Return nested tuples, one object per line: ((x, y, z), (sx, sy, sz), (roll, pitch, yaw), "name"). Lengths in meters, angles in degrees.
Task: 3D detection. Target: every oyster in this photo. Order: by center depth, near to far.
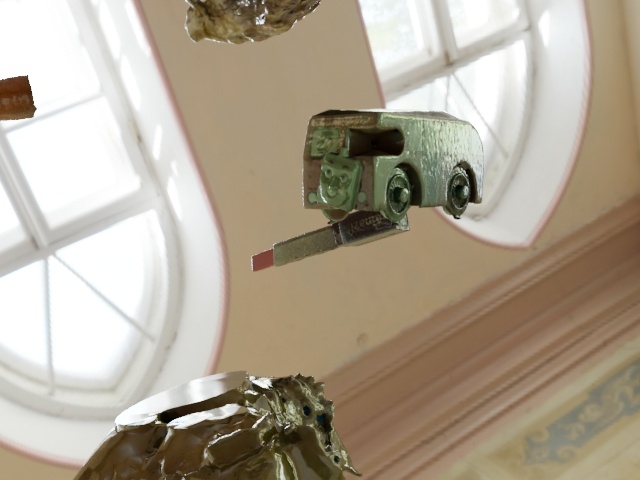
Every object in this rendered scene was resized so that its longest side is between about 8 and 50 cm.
((-0.058, -0.367, 1.188), (0.275, 0.100, 0.271), (-12, 173, -12), "oyster")

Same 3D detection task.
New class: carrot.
((-0.558, -0.211, 1.282), (0.205, 0.072, 0.072), (-15, -157, -18), "carrot")

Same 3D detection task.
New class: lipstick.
((0.000, 0.000, 1.355), (0.312, 0.051, 0.051), (-17, 170, 32), "lipstick")

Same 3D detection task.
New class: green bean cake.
((-0.074, 0.221, 0.741), (0.285, 0.202, 0.310), (-24, 177, 30), "green bean cake")

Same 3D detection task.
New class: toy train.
((0.109, -0.101, 1.101), (0.129, 0.159, 0.326), (6, -173, 39), "toy train")
